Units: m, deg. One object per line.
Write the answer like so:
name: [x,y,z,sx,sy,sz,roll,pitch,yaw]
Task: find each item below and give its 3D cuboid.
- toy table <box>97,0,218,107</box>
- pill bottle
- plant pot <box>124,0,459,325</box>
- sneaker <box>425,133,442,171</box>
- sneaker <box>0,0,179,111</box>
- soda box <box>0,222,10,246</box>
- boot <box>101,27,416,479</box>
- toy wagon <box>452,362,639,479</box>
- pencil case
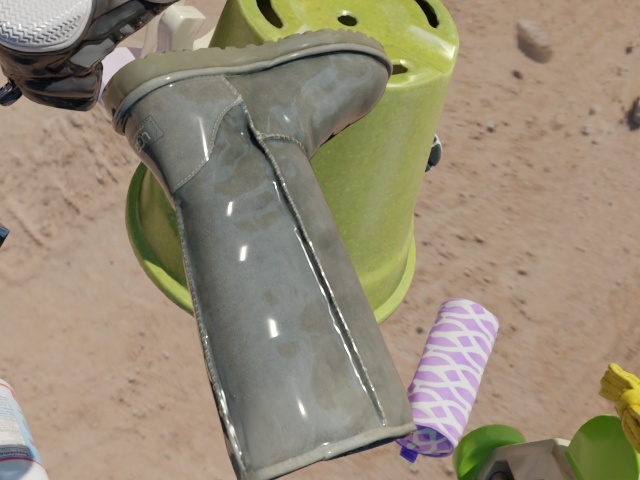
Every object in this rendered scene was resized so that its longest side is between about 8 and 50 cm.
toy table: [-0.187,-0.254,1.484,0.252,0.274,0.161,38,111,-3]
pill bottle: [-0.290,0.202,0.933,0.087,0.160,0.087,-20,139,-19]
plant pot: [-0.011,-0.095,0.893,0.276,0.276,0.254,7,137,-14]
sneaker: [0.071,-0.172,1.356,0.081,0.094,0.208,-40,96,17]
sneaker: [-0.210,-0.221,1.037,0.268,0.153,0.101,-33,72,-32]
soda box: [-0.470,-0.025,1.394,0.060,0.169,0.053,30,89,-40]
boot: [0.000,0.001,0.531,0.190,0.076,0.208,-17,69,-34]
toy wagon: [0.134,0.231,0.645,0.068,0.267,0.344,16,116,-17]
pencil case: [0.152,0.166,1.298,0.086,0.088,0.206,36,53,-10]
